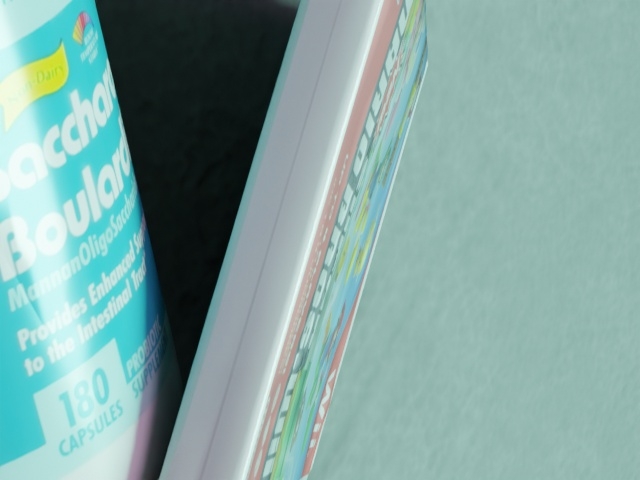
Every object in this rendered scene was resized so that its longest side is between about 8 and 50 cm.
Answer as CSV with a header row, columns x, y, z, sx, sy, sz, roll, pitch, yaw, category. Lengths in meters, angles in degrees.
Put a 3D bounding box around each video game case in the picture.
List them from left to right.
x,y,z,sx,sy,sz,roll,pitch,yaw,category
0.000,0.000,0.604,0.285,0.025,0.204,50,56,-84,video game case

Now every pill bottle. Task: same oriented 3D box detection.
x,y,z,sx,sy,sz,roll,pitch,yaw,category
-0.130,-0.043,0.448,0.146,0.146,0.264,-37,128,-40,pill bottle
